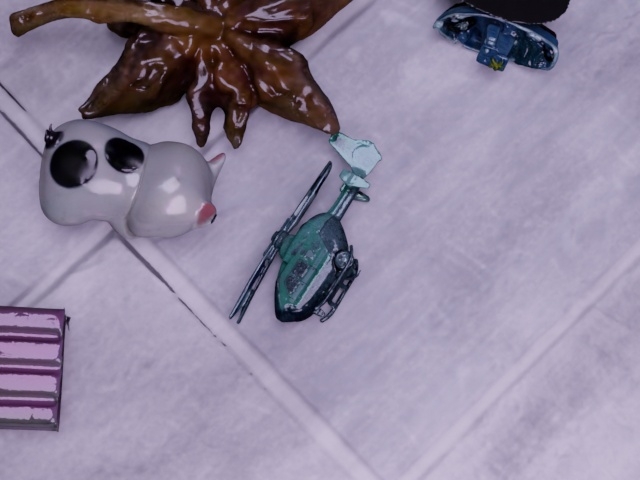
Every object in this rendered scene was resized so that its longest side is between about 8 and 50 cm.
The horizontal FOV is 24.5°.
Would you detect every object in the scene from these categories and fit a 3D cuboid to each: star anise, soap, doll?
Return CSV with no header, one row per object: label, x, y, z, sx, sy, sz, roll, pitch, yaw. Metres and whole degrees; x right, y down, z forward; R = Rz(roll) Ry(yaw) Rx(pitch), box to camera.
star anise,-0.120,-0.222,1.529,0.350,0.109,0.292,31,71,2
soap,-0.352,0.123,1.445,0.203,0.065,0.122,3,77,-5
doll,-0.194,-0.058,1.486,0.181,0.107,0.110,15,55,-9

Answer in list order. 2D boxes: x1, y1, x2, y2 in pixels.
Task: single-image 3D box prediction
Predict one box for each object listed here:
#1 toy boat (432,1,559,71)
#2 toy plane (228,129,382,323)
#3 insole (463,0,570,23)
toy boat,0.188,-0.215,1.583,0.137,0.060,0.060,23,58,0
toy plane,0.000,0.000,1.520,0.096,0.060,0.235,29,80,14
insole,0.128,-0.327,1.597,0.322,0.007,0.109,31,70,14
